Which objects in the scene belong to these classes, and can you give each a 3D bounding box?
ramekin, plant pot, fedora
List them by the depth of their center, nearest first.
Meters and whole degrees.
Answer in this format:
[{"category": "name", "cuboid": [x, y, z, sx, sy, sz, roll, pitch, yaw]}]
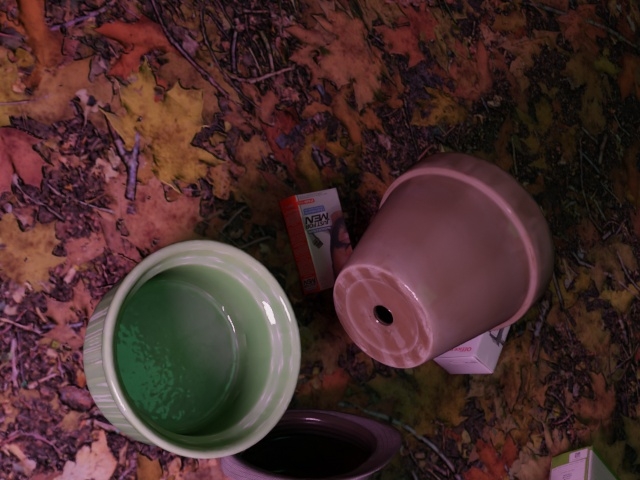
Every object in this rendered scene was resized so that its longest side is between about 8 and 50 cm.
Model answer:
[{"category": "ramekin", "cuboid": [-0.192, 0.160, 1.244, 0.303, 0.148, 0.303, 9, 73, -34]}, {"category": "fedora", "cuboid": [-0.015, 0.350, 1.273, 0.243, 0.275, 0.124, -33, 122, -63]}, {"category": "plant pot", "cuboid": [0.177, 0.054, 1.409, 0.280, 0.323, 0.323, -36, 100, -41]}]

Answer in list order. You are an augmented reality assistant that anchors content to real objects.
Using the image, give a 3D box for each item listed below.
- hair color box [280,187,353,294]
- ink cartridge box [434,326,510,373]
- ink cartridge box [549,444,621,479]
[{"category": "hair color box", "cuboid": [0.000, 0.000, 1.478, 0.093, 0.053, 0.167, -14, 88, -38]}, {"category": "ink cartridge box", "cuboid": [0.287, 0.173, 1.604, 0.063, 0.109, 0.150, 42, 59, -26]}, {"category": "ink cartridge box", "cuboid": [0.519, 0.553, 1.637, 0.189, 0.097, 0.255, 49, 37, -16]}]
